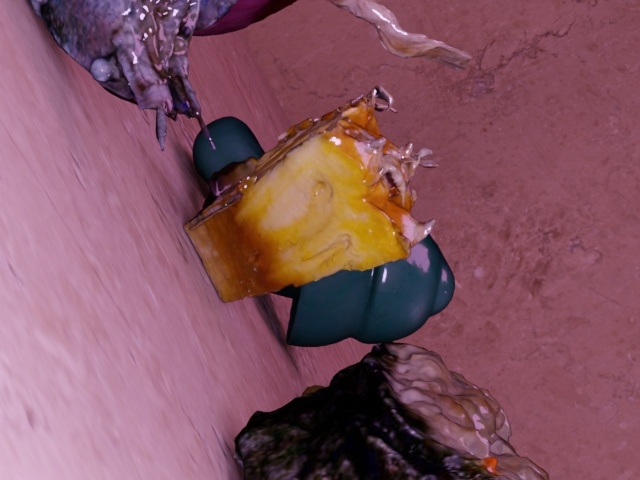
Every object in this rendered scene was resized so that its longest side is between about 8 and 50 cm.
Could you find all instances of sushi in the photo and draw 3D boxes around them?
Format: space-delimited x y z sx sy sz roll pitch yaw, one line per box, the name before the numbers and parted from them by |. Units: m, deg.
sushi | 0.068 0.196 0.859 0.211 0.171 0.350 61 3 -24

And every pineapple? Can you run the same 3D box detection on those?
pineapple | -0.010 -0.030 1.199 0.114 0.186 0.236 61 -13 -9

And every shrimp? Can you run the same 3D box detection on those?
shrimp | -0.138 -0.217 0.998 0.221 0.166 0.410 13 27 -43

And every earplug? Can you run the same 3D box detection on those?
earplug | 0.002 -0.008 1.446 0.257 0.280 0.164 117 -15 -48

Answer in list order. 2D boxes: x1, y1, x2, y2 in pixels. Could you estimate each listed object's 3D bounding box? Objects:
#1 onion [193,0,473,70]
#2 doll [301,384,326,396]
onion | -0.039 -0.307 1.343 0.345 0.358 0.358 64 3 24
doll | 0.052 0.215 1.411 0.209 0.097 0.137 46 -21 -24
